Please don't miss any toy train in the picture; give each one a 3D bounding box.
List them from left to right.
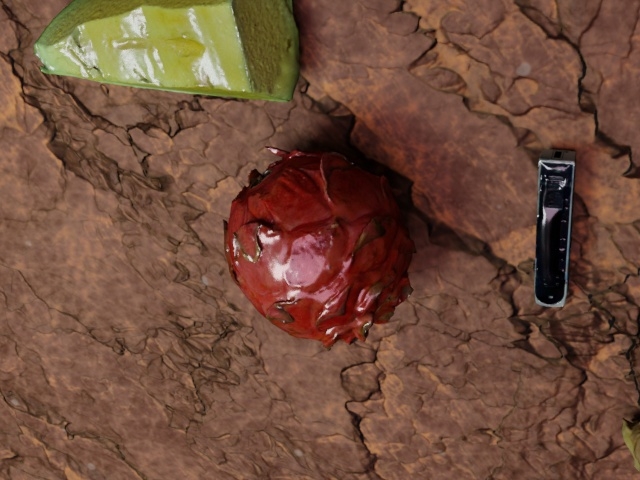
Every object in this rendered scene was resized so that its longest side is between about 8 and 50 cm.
[{"bbox_3d":[0.289,-0.011,1.279,0.043,0.047,0.207,6,120,17],"label":"toy train"}]

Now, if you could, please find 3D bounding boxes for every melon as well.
[{"bbox_3d":[-0.192,-0.258,1.271,0.323,0.124,0.196,4,117,24],"label":"melon"}]

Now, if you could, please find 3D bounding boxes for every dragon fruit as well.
[{"bbox_3d":[0.001,0.010,1.284,0.252,0.241,0.241,24,124,-11],"label":"dragon fruit"}]

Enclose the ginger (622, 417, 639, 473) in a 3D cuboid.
[{"bbox_3d":[0.459,0.224,1.298,0.152,0.138,0.267,12,126,19],"label":"ginger"}]
